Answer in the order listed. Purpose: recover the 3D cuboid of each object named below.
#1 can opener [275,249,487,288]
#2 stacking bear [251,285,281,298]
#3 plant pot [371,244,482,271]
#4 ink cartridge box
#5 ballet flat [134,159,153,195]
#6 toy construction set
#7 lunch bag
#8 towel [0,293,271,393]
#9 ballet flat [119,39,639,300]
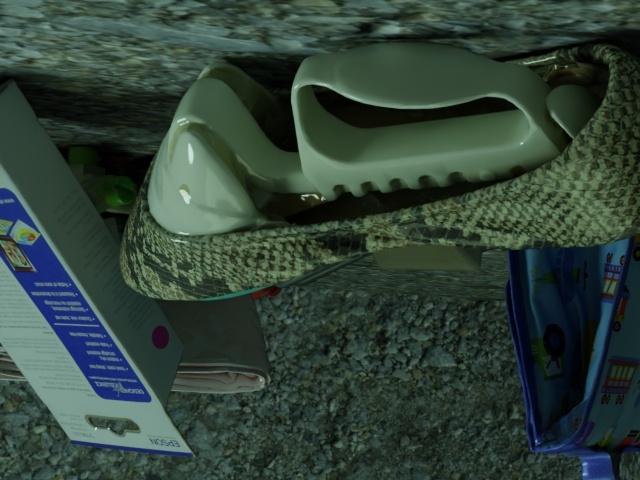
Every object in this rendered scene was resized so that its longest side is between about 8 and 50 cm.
[{"bbox_3d":[0.073,0.005,1.474,0.283,0.095,0.076,-26,169,30],"label":"can opener"},{"bbox_3d":[-0.199,0.041,2.057,0.289,0.175,0.164,-3,174,-15],"label":"stacking bear"},{"bbox_3d":[0.095,-0.036,1.338,0.109,0.109,0.096,0,161,26],"label":"plant pot"},{"bbox_3d":[-0.239,0.034,1.191,0.176,0.371,0.069,-2,-145,41],"label":"ink cartridge box"},{"bbox_3d":[-0.114,-0.037,1.416,0.123,0.123,0.348,6,174,-25],"label":"ballet flat"},{"bbox_3d":[-0.314,-0.035,1.400,0.328,0.151,0.215,12,-179,35],"label":"toy construction set"},{"bbox_3d":[0.241,0.050,1.118,0.138,0.293,0.221,0,173,30],"label":"lunch bag"},{"bbox_3d":[-0.231,0.041,1.573,0.317,0.053,0.332,6,-143,-18],"label":"towel"},{"bbox_3d":[0.014,-0.065,0.960,0.483,0.164,0.182,-7,149,31],"label":"ballet flat"}]
